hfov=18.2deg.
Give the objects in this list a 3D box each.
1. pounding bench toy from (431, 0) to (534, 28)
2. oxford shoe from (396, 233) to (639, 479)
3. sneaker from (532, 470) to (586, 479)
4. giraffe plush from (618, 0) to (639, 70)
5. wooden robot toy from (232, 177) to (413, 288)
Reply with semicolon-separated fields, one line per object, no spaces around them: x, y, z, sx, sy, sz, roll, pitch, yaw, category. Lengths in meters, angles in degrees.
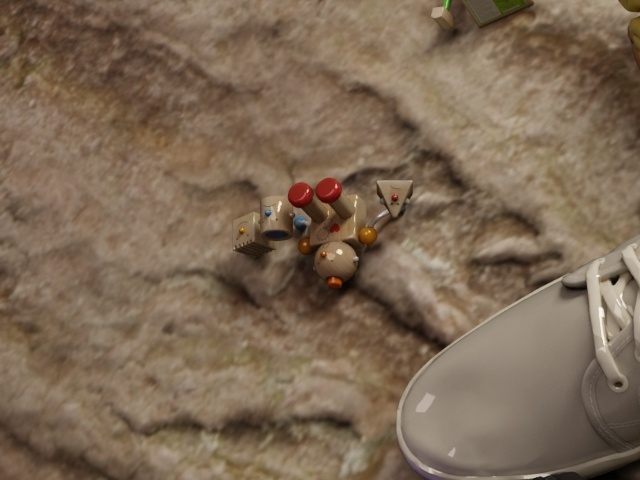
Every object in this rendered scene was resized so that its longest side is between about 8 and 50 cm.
0.129;-0.224;1.699;0.083;0.052;0.065;-23;51;17;pounding bench toy
0.246;0.048;1.398;0.449;0.130;0.169;-22;53;19;oxford shoe
0.123;0.217;1.385;0.293;0.102;0.146;25;72;34;sneaker
0.334;-0.198;1.502;0.170;0.181;0.210;-20;37;-8;giraffe plush
0.000;0.000;1.621;0.173;0.076;0.079;-10;66;26;wooden robot toy
